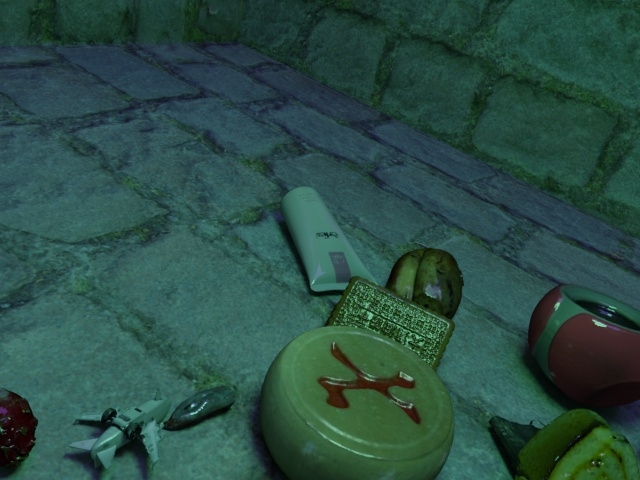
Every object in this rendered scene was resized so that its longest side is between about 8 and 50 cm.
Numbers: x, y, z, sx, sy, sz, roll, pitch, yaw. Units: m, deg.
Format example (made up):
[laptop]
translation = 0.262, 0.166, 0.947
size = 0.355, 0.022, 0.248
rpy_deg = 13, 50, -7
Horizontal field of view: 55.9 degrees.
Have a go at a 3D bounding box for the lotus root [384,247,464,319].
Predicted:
[lotus root]
translation = 0.250, 0.108, 1.448
size = 0.193, 0.193, 0.291
rpy_deg = 22, 28, 6

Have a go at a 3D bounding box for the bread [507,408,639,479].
[bread]
translation = 0.419, 0.408, 0.988
size = 0.185, 0.124, 0.257
rpy_deg = 38, 64, -3

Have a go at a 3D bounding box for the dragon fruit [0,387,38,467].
[dragon fruit]
translation = -0.476, 0.246, 0.871
size = 0.094, 0.094, 0.190
rpy_deg = -13, 37, -44

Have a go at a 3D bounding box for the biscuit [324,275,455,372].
[biscuit]
translation = 0.143, 0.191, 1.290
size = 0.254, 0.029, 0.172
rpy_deg = 24, 69, 12

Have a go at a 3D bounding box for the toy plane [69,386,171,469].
[toy plane]
translation = -0.292, 0.286, 0.934
size = 0.162, 0.066, 0.171
rpy_deg = 19, 31, 24

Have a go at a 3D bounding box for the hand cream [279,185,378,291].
[hand cream]
translation = 0.000, 0.000, 1.567
size = 0.185, 0.118, 0.359
rpy_deg = 0, 40, -29

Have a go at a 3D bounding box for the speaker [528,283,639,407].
[speaker]
translation = 0.618, 0.225, 1.370
size = 0.294, 0.295, 0.294
rpy_deg = 14, 29, -8

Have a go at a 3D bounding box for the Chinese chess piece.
[Chinese chess piece]
translation = 0.061, 0.296, 1.044
size = 0.337, 0.141, 0.338
rpy_deg = 15, 28, -8

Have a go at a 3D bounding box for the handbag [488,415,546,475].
[handbag]
translation = 0.467, 0.416, 1.153
size = 0.270, 0.089, 0.175
rpy_deg = 15, 21, -7

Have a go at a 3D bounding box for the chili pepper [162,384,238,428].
[chili pepper]
translation = -0.198, 0.278, 1.026
size = 0.153, 0.041, 0.050
rpy_deg = -11, -2, -42
